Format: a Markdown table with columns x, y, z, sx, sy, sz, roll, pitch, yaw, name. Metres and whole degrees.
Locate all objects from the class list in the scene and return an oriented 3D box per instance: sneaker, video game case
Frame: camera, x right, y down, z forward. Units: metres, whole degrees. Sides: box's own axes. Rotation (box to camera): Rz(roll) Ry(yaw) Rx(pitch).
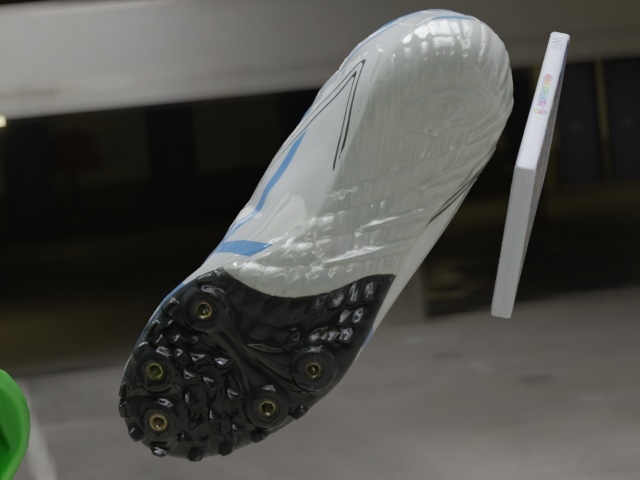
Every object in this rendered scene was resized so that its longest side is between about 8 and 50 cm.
| x | y | z | sx | sy | sz | roll | pitch | yaw | name |
| --- | --- | --- | --- | --- | --- | --- | --- | --- | --- |
| 0.000 | 0.000 | 0.866 | 0.237 | 0.085 | 0.086 | -51 | 5 | 0 | sneaker |
| 0.101 | -0.033 | 0.935 | 0.011 | 0.087 | 0.122 | 11 | 38 | 8 | video game case |

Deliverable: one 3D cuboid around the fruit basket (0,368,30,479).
| x | y | z | sx | sy | sz | roll | pitch | yaw | name |
| --- | --- | --- | --- | --- | --- | --- | --- | --- | --- |
| -0.269 | 0.153 | 0.613 | 0.392 | 0.392 | 0.283 | -1 | -29 | 43 | fruit basket |
